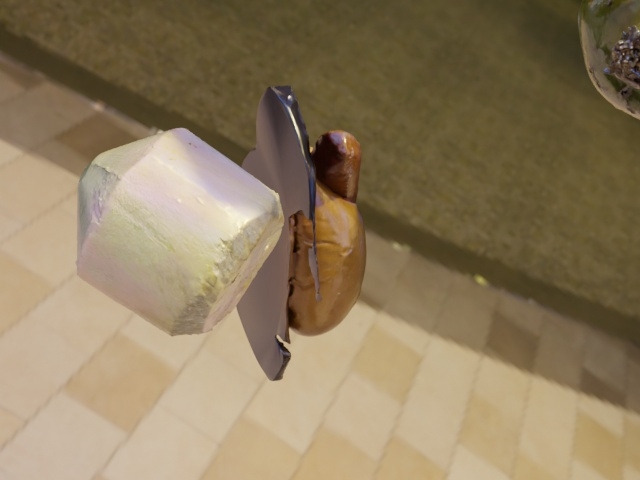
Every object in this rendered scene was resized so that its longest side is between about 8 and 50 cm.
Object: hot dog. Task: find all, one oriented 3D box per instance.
[{"bbox_3d":[-0.003,-0.003,1.423,0.107,0.326,0.194,-13,61,-23],"label":"hot dog"}]

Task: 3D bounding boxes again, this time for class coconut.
[{"bbox_3d":[-0.096,-0.010,0.852,0.122,0.116,0.116,35,22,7],"label":"coconut"}]

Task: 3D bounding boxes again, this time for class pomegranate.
[{"bbox_3d":[0.223,-0.125,0.876,0.130,0.130,0.130,29,22,-13],"label":"pomegranate"}]
